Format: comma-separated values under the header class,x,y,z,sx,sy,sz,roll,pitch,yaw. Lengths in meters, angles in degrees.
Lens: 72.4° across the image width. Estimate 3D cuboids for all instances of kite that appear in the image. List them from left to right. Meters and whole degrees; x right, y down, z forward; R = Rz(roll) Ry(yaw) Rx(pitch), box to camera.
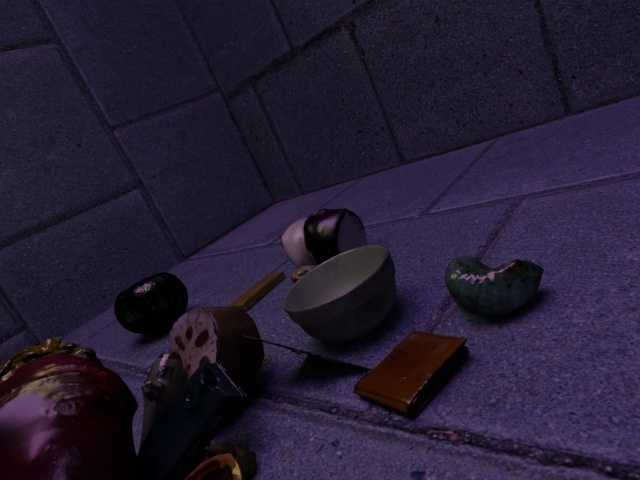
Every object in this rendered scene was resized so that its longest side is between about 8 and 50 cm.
class,x,y,z,sx,sy,sz,roll,pitch,yaw
kite,-0.042,0.255,0.996,0.322,0.013,0.268,13,-15,5

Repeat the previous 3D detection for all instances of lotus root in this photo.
class,x,y,z,sx,sy,sz,roll,pitch,yaw
lotus root,-0.255,0.290,1.078,0.272,0.273,0.192,-12,-12,41

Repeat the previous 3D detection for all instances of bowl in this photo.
class,x,y,z,sx,sy,sz,roll,pitch,yaw
bowl,0.066,0.150,1.137,0.307,0.163,0.307,-24,15,7

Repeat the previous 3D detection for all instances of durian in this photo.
class,x,y,z,sx,sy,sz,roll,pitch,yaw
durian,0.001,0.133,1.463,0.207,0.103,0.146,-4,14,-12

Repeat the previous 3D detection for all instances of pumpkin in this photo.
class,x,y,z,sx,sy,sz,roll,pitch,yaw
pumpkin,-0.699,0.273,1.839,0.315,0.239,0.315,-24,-4,-2

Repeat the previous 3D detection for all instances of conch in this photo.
class,x,y,z,sx,sy,sz,roll,pitch,yaw
conch,0.359,0.095,0.944,0.175,0.122,0.188,-10,8,-30

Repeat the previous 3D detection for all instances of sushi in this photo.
class,x,y,z,sx,sy,sz,roll,pitch,yaw
sushi,-0.854,0.450,1.368,0.327,0.286,0.328,-33,15,-26

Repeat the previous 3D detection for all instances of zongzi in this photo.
class,x,y,z,sx,sy,sz,roll,pitch,yaw
zongzi,-0.212,0.400,0.808,0.154,0.130,0.062,-16,48,33

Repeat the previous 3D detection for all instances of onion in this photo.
class,x,y,z,sx,sy,sz,roll,pitch,yaw
onion,-0.542,0.386,0.740,0.398,0.420,0.399,-22,55,34

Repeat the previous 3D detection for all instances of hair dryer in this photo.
class,x,y,z,sx,sy,sz,roll,pitch,yaw
hair dryer,-0.353,0.370,0.930,0.088,0.219,0.225,8,2,-7

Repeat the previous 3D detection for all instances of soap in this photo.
class,x,y,z,sx,sy,sz,roll,pitch,yaw
soap,-0.246,0.198,1.725,0.092,0.037,0.252,-10,21,41

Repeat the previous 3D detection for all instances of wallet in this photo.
class,x,y,z,sx,sy,sz,roll,pitch,yaw
wallet,0.180,0.253,0.852,0.195,0.042,0.161,-36,14,-29

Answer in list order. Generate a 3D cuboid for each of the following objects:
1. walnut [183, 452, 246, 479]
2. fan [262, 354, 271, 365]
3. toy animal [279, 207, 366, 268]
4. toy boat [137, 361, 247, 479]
class,x,y,z,sx,sy,sz,roll,pitch,yaw
walnut,-0.176,0.444,0.663,0.167,0.087,0.211,-11,31,44
fan,-0.164,0.335,1.188,0.060,0.003,0.080,-16,17,34
toy animal,0.000,0.000,1.655,0.309,0.251,0.251,-4,25,39
toy boat,-0.271,0.390,0.874,0.114,0.122,0.296,35,89,39
